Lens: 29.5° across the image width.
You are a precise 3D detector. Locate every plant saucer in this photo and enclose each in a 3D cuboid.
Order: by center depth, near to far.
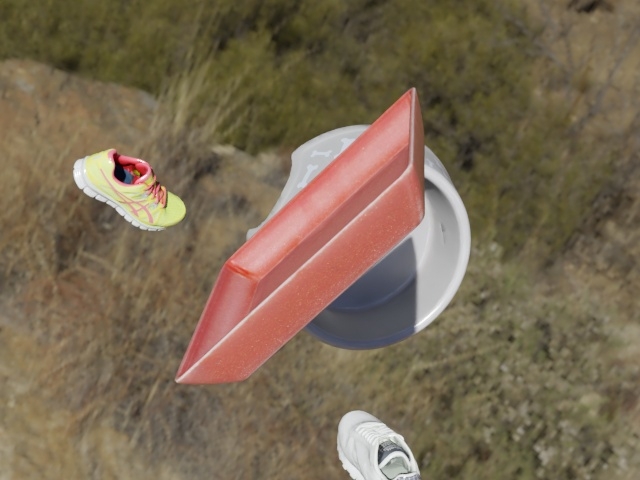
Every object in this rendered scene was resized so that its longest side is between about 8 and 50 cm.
[{"bbox_3d":[0.000,0.000,1.029,0.048,0.258,0.259,44,18,-11],"label":"plant saucer"}]

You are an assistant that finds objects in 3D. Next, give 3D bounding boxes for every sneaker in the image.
[{"bbox_3d":[0.084,0.287,1.629,0.090,0.095,0.235,-12,29,-16],"label":"sneaker"},{"bbox_3d":[-0.289,-0.083,1.950,0.208,0.094,0.082,27,48,-39],"label":"sneaker"}]

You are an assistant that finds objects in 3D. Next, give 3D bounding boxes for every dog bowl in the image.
[{"bbox_3d":[0.068,0.008,1.822,0.348,0.349,0.102,14,15,-23],"label":"dog bowl"}]
